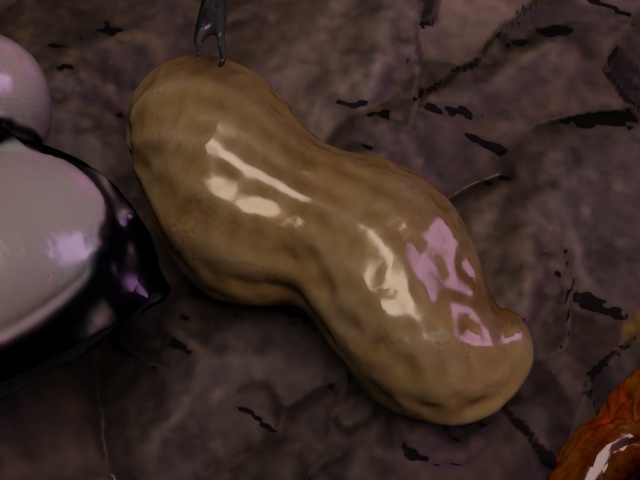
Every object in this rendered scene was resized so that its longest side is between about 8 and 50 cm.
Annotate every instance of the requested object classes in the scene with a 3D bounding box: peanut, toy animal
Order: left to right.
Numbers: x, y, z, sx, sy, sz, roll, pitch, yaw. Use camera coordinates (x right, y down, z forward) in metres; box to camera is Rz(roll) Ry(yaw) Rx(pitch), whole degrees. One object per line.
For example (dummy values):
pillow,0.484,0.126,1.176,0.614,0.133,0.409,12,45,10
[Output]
toy animal,-0.161,-0.003,0.688,0.166,0.138,0.179,-27,74,-29
peanut,0.000,0.000,0.724,0.187,0.082,0.082,33,70,11

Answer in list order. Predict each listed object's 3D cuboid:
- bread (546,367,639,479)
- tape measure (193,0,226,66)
bread,0.156,0.169,0.647,0.139,0.095,0.269,-27,79,19
tape measure,-0.154,-0.159,0.782,0.164,0.084,0.330,-30,69,-11
